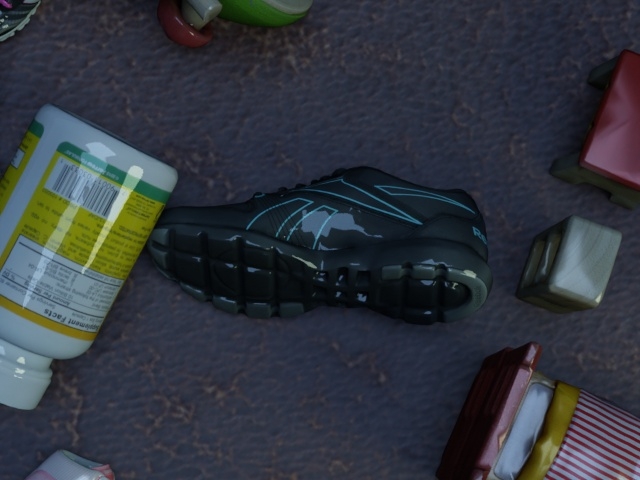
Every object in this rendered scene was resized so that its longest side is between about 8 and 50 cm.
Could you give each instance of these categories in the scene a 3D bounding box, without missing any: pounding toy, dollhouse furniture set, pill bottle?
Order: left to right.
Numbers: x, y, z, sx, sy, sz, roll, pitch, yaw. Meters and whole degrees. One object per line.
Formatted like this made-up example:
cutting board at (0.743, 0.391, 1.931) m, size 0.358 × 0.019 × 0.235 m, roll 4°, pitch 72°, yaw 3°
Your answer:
pill bottle at (-0.201, 0.014, 1.113) m, size 0.117 × 0.117 × 0.208 m, roll 28°, pitch 91°, yaw -2°
pounding toy at (-0.113, -0.212, 1.128) m, size 0.110 × 0.237 × 0.183 m, roll -36°, pitch 85°, yaw 23°
dollhouse furniture set at (0.251, 0.056, 1.138) m, size 0.201 × 0.152 × 0.374 m, roll 23°, pitch 82°, yaw -2°

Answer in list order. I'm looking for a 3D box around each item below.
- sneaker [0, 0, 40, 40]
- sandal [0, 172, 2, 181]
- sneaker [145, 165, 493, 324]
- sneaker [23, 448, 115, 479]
sneaker at (-0.227, -0.217, 1.164) m, size 0.170 × 0.075 × 0.063 m, roll -39°, pitch 88°, yaw -8°
sandal at (-0.296, -0.109, 1.150) m, size 0.088 × 0.079 × 0.240 m, roll -17°, pitch 108°, yaw -19°
sneaker at (0.000, 0.000, 1.165) m, size 0.267 × 0.101 × 0.106 m, roll 6°, pitch 52°, yaw 3°
sneaker at (-0.165, 0.211, 1.132) m, size 0.134 × 0.051 × 0.070 m, roll 39°, pitch 87°, yaw 4°
